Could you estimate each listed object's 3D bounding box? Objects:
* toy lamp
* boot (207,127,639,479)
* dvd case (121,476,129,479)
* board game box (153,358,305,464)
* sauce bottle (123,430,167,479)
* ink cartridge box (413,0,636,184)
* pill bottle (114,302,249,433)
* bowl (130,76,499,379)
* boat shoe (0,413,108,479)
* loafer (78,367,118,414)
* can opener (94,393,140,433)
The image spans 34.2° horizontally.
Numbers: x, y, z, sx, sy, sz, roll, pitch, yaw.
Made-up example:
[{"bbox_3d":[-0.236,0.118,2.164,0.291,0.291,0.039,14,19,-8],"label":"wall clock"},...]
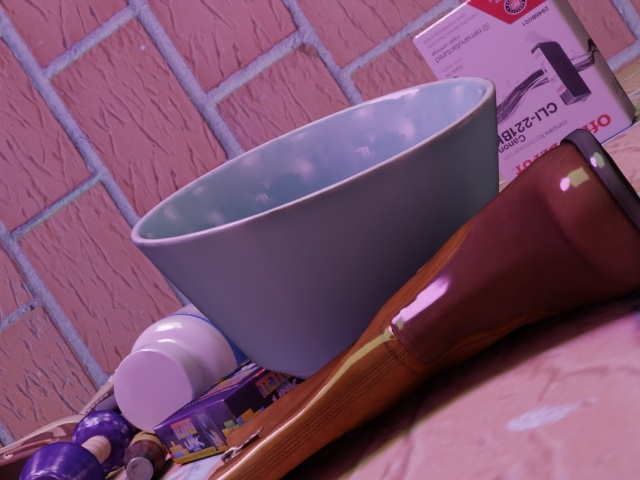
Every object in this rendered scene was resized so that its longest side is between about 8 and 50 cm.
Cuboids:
[{"bbox_3d":[-0.234,0.220,1.013,0.080,0.080,0.275,-33,1,0],"label":"toy lamp"},{"bbox_3d":[0.047,0.056,0.600,0.280,0.096,0.264,-34,2,-4],"label":"boot"},{"bbox_3d":[-0.235,0.273,1.024,0.119,0.013,0.087,-32,1,-1],"label":"dvd case"},{"bbox_3d":[-0.064,0.143,0.975,0.141,0.048,0.170,-32,1,-35],"label":"board game box"},{"bbox_3d":[-0.175,0.217,1.038,0.042,0.042,0.128,-33,-1,-5],"label":"sauce bottle"},{"bbox_3d":[0.294,-0.234,1.486,0.197,0.273,0.114,-32,5,26],"label":"ink cartridge box"},{"bbox_3d":[-0.135,0.135,1.152,0.124,0.124,0.221,-32,0,22],"label":"pill bottle"},{"bbox_3d":[0.020,0.001,0.851,0.311,0.163,0.311,-21,15,6],"label":"bowl"},{"bbox_3d":[-0.406,0.319,1.224,0.342,0.123,0.123,-27,0,3],"label":"boat shoe"},{"bbox_3d":[-0.312,0.250,1.716,0.092,0.102,0.268,-23,8,45],"label":"loafer"},{"bbox_3d":[-0.214,0.221,1.574,0.280,0.074,0.093,-31,-33,12],"label":"can opener"}]
